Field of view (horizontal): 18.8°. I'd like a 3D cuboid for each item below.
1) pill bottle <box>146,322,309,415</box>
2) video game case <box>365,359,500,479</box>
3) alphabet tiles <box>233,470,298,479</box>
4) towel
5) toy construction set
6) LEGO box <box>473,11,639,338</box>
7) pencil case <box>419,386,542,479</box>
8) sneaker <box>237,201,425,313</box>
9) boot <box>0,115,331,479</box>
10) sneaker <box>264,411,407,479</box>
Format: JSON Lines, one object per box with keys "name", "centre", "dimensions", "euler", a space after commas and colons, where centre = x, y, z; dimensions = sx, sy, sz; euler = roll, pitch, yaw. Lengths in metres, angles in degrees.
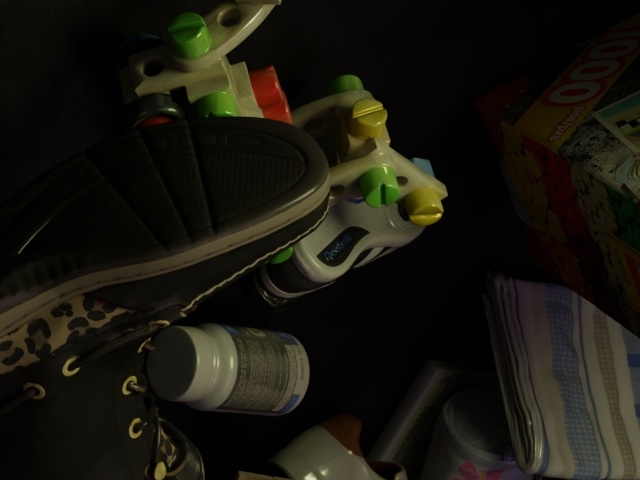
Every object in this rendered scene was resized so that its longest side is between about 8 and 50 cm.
{"name": "pill bottle", "centre": [-0.082, 0.113, 1.702], "dimensions": [0.137, 0.078, 0.078], "euler": [10, 117, -47]}
{"name": "video game case", "centre": [0.126, 0.220, 2.036], "dimensions": [0.193, 0.023, 0.212], "euler": [9, 119, -46]}
{"name": "alphabet tiles", "centre": [-0.080, 0.320, 1.803], "dimensions": [0.198, 0.009, 0.237], "euler": [15, 111, -36]}
{"name": "towel", "centre": [0.270, 0.142, 1.972], "dimensions": [0.034, 0.209, 0.285], "euler": [-22, 159, 36]}
{"name": "toy construction set", "centre": [-0.036, -0.111, 1.478], "dimensions": [0.215, 0.151, 0.328], "euler": [-16, 132, 4]}
{"name": "LEGO box", "centre": [0.444, -0.107, 1.668], "dimensions": [0.500, 0.372, 0.193], "euler": [-28, 117, -11]}
{"name": "pencil case", "centre": [0.156, 0.279, 2.004], "dimensions": [0.124, 0.113, 0.273], "euler": [-1, 128, -22]}
{"name": "sneaker", "centre": [0.000, 0.000, 1.690], "dimensions": [0.121, 0.079, 0.217], "euler": [-30, 178, 35]}
{"name": "boot", "centre": [-0.145, 0.086, 1.423], "dimensions": [0.377, 0.138, 0.284], "euler": [-26, 134, -6]}
{"name": "sneaker", "centre": [0.063, 0.298, 1.922], "dimensions": [0.123, 0.106, 0.290], "euler": [-39, 117, -24]}
